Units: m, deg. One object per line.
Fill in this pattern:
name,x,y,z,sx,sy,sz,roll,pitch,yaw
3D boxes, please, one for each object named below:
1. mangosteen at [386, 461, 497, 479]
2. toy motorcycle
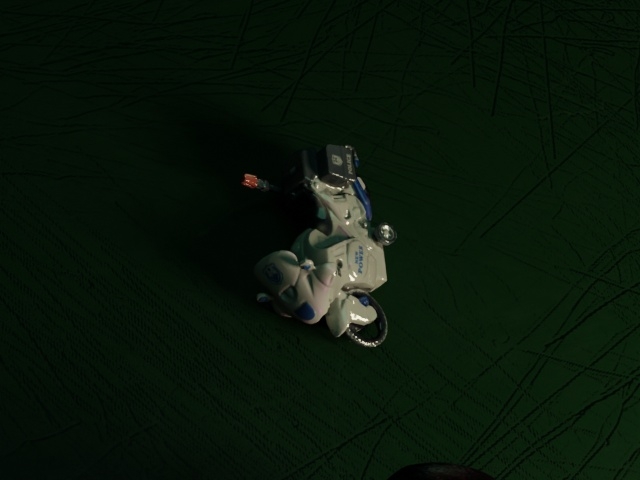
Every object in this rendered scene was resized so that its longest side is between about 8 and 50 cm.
mangosteen,0.073,0.324,1.620,0.233,0.287,0.287,42,51,-21
toy motorcycle,0.000,0.000,1.892,0.150,0.102,0.221,15,55,-32
